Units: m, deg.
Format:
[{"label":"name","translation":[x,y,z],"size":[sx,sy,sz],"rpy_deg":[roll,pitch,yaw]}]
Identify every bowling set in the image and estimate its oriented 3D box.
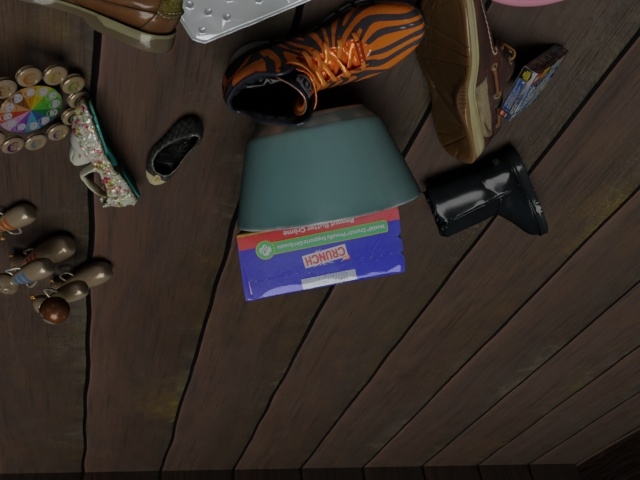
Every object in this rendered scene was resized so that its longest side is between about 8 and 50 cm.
[{"label":"bowling set","translation":[-0.567,0.082,1.172],"size":[0.154,0.199,0.287],"rpy_deg":[-21,136,16]}]

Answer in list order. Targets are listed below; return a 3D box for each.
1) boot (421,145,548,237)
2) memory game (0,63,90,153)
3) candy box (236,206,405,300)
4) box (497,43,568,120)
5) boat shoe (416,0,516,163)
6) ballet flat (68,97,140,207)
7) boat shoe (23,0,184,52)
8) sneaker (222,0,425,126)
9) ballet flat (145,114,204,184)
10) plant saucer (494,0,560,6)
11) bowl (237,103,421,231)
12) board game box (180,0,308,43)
[{"label":"boot","translation":[0.344,-0.064,1.235],"size":[0.207,0.094,0.246],"rpy_deg":[-27,131,15]},{"label":"memory game","translation":[-0.443,-0.199,0.909],"size":[0.186,0.012,0.186],"rpy_deg":[-35,166,-10]},{"label":"candy box","translation":[0.000,0.000,1.087],"size":[0.268,0.317,0.122],"rpy_deg":[-10,99,1]},{"label":"box","translation":[0.354,-0.264,0.981],"size":[0.137,0.027,0.094],"rpy_deg":[-37,158,-40]},{"label":"boat shoe","translation":[0.247,-0.283,0.958],"size":[0.123,0.123,0.342],"rpy_deg":[-37,137,-13]},{"label":"ballet flat","translation":[-0.381,-0.133,1.009],"size":[0.077,0.091,0.241],"rpy_deg":[-21,144,-9]},{"label":"boat shoe","translation":[-0.321,-0.349,0.744],"size":[0.307,0.110,0.104],"rpy_deg":[18,124,-13]},{"label":"sneaker","translation":[0.008,-0.247,0.867],"size":[0.321,0.180,0.124],"rpy_deg":[-18,124,11]},{"label":"ballet flat","translation":[-0.264,-0.154,1.047],"size":[0.058,0.049,0.173],"rpy_deg":[22,132,-31]},{"label":"plant saucer","translation":[0.303,-0.463,0.732],"size":[0.332,0.084,0.332],"rpy_deg":[-10,143,-8]},{"label":"bowl","translation":[-0.001,-0.129,0.977],"size":[0.312,0.311,0.163],"rpy_deg":[-11,99,2]},{"label":"board game box","translation":[-0.071,-0.469,0.698],"size":[0.390,0.050,0.390],"rpy_deg":[-18,140,11]}]
